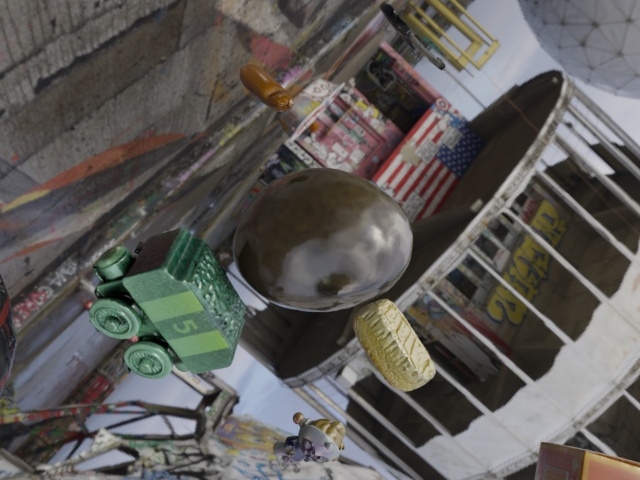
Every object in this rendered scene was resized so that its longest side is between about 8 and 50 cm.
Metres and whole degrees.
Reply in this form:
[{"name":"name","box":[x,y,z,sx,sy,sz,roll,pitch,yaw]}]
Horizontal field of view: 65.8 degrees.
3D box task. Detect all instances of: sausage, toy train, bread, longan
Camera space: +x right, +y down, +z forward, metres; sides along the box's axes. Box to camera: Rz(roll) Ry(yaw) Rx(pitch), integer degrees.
[{"name":"sausage","box":[-0.109,-0.305,1.000,0.062,0.183,0.054,-23,144,-33]},{"name":"toy train","box":[-0.281,0.132,0.935,0.238,0.299,0.167,-15,-146,16]},{"name":"bread","box":[0.175,0.261,1.220,0.106,0.236,0.140,-37,171,25]},{"name":"longan","box":[0.000,0.000,0.955,0.288,0.349,0.289,1,90,-74]}]

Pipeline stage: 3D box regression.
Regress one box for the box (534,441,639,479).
[{"name":"box","box":[0.751,0.680,1.318,0.283,0.259,0.214,89,20,-72]}]

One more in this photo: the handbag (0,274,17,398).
[{"name":"handbag","box":[-0.447,0.124,0.572,0.169,0.155,0.215,-116,-148,-55]}]

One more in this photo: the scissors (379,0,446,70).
[{"name":"scissors","box":[0.158,-0.332,0.825,0.022,0.109,0.300,-39,-149,18]}]

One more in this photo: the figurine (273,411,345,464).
[{"name":"figurine","box":[-0.049,0.642,1.574,0.274,0.194,0.133,-12,-160,29]}]
